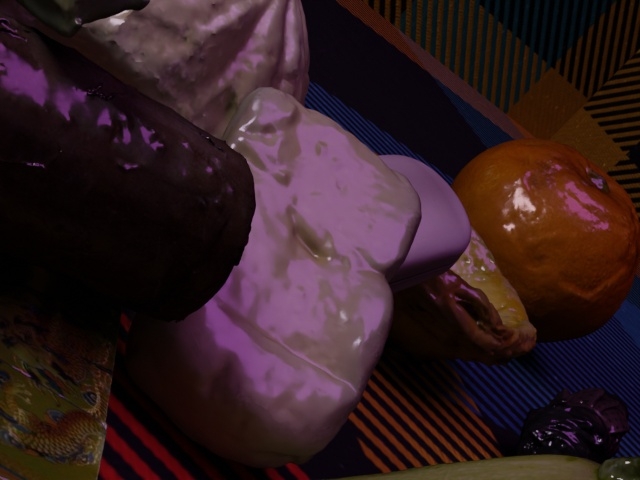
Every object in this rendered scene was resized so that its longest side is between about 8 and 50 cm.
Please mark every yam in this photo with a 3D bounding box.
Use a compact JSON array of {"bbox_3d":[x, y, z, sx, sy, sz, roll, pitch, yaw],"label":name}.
[{"bbox_3d":[-0.163,-0.054,0.628,0.279,0.131,0.131,29,22,-34],"label":"yam"}]

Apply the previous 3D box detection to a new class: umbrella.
[{"bbox_3d":[0.274,0.202,1.245,0.094,0.090,0.326,45,16,15],"label":"umbrella"}]

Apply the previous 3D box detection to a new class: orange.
[{"bbox_3d":[0.270,0.002,1.473,0.261,0.261,0.261,39,17,-15],"label":"orange"}]

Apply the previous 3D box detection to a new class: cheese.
[{"bbox_3d":[-0.028,0.025,0.804,0.159,0.093,0.263,28,52,-10],"label":"cheese"}]

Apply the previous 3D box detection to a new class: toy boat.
[{"bbox_3d":[-0.168,-0.186,0.690,0.293,0.093,0.055,44,-25,56],"label":"toy boat"}]

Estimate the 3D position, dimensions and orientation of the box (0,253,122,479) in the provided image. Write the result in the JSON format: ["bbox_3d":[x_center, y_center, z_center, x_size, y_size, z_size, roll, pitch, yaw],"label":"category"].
[{"bbox_3d":[-0.193,0.031,0.655,0.173,0.043,0.311,37,18,-19],"label":"box"}]

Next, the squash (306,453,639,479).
[{"bbox_3d":[0.096,0.184,0.656,0.137,0.287,0.137,42,42,-52],"label":"squash"}]

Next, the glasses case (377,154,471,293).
[{"bbox_3d":[0.000,0.000,0.949,0.296,0.075,0.113,-14,63,-38],"label":"glasses case"}]

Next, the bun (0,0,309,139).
[{"bbox_3d":[-0.159,-0.199,0.971,0.349,0.227,0.352,26,22,-41],"label":"bun"}]

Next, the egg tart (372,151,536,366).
[{"bbox_3d":[0.084,0.028,1.172,0.294,0.123,0.294,42,15,-14],"label":"egg tart"}]
